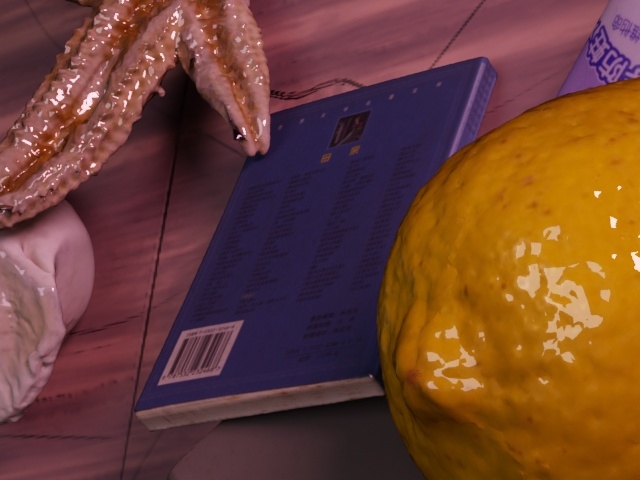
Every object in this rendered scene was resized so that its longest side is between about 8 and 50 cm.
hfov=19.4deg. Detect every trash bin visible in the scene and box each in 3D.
[{"bbox_3d":[0.036,0.188,1.109,0.164,0.122,0.240,-44,49,-5],"label":"trash bin"}]

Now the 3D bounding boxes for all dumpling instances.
[{"bbox_3d":[-0.251,0.037,1.416,0.252,0.131,0.179,53,134,47],"label":"dumpling"}]

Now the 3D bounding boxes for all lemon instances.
[{"bbox_3d":[0.171,0.040,0.971,0.253,0.310,0.253,40,139,48],"label":"lemon"}]

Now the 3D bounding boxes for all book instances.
[{"bbox_3d":[0.000,0.000,1.196,0.191,0.025,0.269,-12,41,36],"label":"book"}]

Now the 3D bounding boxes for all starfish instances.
[{"bbox_3d":[-0.165,-0.219,1.373,0.324,0.082,0.432,-10,72,10],"label":"starfish"}]

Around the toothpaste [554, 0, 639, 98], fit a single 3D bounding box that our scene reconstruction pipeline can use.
[{"bbox_3d":[0.190,-0.077,1.122,0.125,0.080,0.371,37,109,36],"label":"toothpaste"}]
